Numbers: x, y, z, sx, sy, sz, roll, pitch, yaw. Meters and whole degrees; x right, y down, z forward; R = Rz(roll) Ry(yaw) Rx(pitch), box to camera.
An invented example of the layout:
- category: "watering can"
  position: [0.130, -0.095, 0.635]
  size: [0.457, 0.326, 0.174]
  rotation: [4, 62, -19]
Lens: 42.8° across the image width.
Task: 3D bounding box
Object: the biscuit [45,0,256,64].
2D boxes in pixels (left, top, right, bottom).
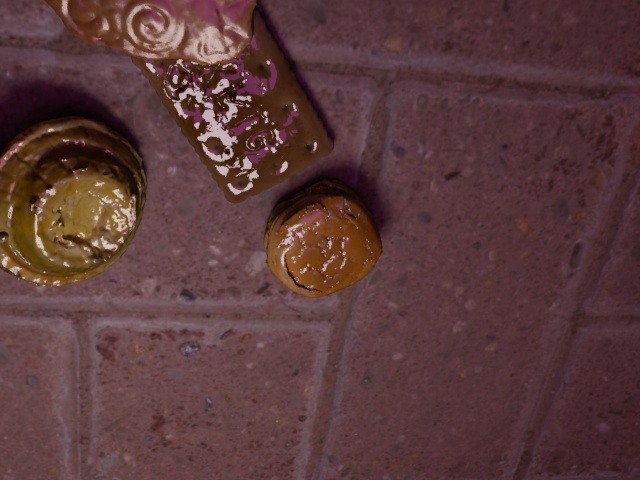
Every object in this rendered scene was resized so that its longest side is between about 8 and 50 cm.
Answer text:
- category: "biscuit"
  position: [-0.244, -0.430, 1.123]
  size: [0.385, 0.062, 0.365]
  rotation: [16, 119, -10]

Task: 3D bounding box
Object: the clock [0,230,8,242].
- category: "clock"
  position: [-0.592, -0.033, 1.201]
  size: [0.235, 0.308, 0.096]
  rotation: [-62, 158, 10]

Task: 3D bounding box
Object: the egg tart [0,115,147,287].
- category: "egg tart"
  position: [-0.393, -0.048, 1.284]
  size: [0.290, 0.115, 0.290]
  rotation: [-17, 123, -29]

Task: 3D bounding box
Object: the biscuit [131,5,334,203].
- category: "biscuit"
  position: [-0.134, -0.221, 1.320]
  size: [0.217, 0.044, 0.325]
  rotation: [-26, 123, 7]

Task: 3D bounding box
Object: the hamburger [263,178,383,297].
- category: "hamburger"
  position: [0.001, 0.001, 1.451]
  size: [0.214, 0.108, 0.214]
  rotation: [-7, 120, -12]
